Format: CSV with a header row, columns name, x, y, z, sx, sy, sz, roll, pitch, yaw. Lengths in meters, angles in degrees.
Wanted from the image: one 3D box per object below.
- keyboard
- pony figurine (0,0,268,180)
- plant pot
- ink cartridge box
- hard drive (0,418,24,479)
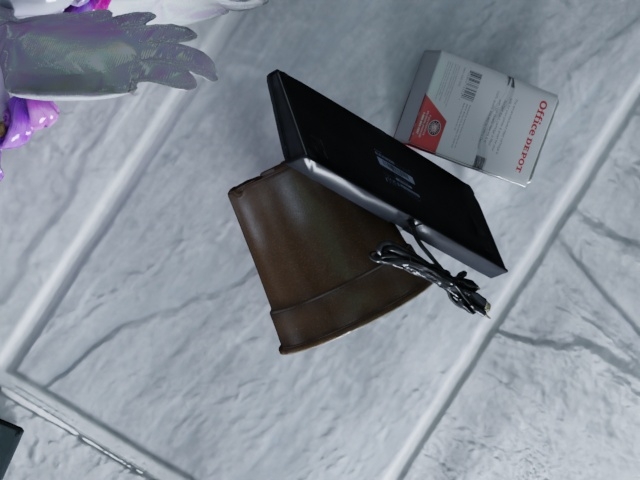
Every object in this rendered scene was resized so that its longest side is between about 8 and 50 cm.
name,x,y,z,sx,sy,sz,roll,pitch,yaw
keyboard,0.072,-0.029,1.777,0.033,0.201,0.317,-38,139,24
pony figurine,-0.253,-0.229,1.685,0.351,0.303,0.363,-10,104,17
plant pot,0.000,0.000,1.823,0.167,0.167,0.165,-28,95,-12
ink cartridge box,0.155,-0.122,1.901,0.135,0.056,0.099,20,90,-17
hard drive,-0.351,0.222,1.806,0.094,0.022,0.135,25,89,-17
